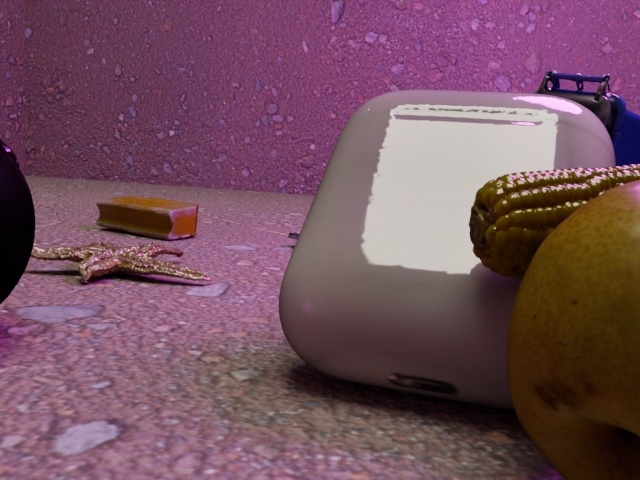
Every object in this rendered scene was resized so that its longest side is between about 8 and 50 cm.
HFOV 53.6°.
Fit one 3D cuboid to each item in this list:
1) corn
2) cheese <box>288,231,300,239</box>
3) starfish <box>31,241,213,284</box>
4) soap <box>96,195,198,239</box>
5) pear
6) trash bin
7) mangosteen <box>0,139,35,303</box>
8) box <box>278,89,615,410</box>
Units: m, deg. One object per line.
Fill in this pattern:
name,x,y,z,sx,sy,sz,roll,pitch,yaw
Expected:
corn,0.222,-0.016,0.463,0.231,0.080,0.080,-5,9,-7
cheese,-0.003,0.000,1.291,0.171,0.048,0.092,8,7,27
starfish,-0.298,0.026,0.987,0.295,0.048,0.231,5,8,6
soap,-0.375,-0.053,1.425,0.232,0.073,0.140,9,14,31
pear,0.216,0.060,0.350,0.208,0.209,0.209,3,8,0
trash bin,0.422,-0.143,0.958,0.234,0.184,0.162,5,14,-32
mangosteen,-0.425,-0.007,0.580,0.302,0.275,0.275,-40,27,-21
box,0.129,-0.012,0.613,0.288,0.141,0.349,5,50,18
